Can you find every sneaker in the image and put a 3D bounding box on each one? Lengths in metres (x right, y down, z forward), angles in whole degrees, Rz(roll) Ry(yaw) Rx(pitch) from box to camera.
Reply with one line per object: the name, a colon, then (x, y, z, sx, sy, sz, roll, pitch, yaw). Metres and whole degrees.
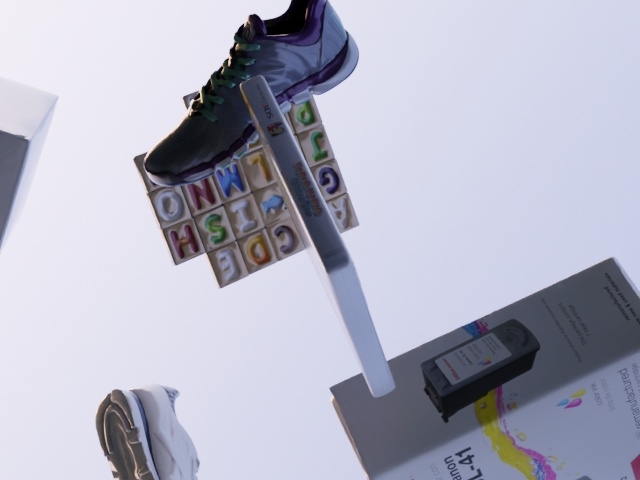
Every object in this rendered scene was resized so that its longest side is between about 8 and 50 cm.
sneaker: (-0.168, 0.269, 1.719, 0.090, 0.095, 0.235, -21, -103, 40)
sneaker: (-0.075, -0.143, 1.383, 0.224, 0.098, 0.083, -38, -140, -14)

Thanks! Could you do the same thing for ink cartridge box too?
ink cartridge box: (0.193, 0.184, 1.524, 0.306, 0.226, 0.131, -26, -137, -1)

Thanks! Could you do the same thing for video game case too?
video game case: (0.000, 0.000, 1.342, 0.026, 0.227, 0.206, -24, -123, -2)

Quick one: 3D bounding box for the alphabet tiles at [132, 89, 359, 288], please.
alphabet tiles: (-0.079, -0.069, 1.650, 0.237, 0.198, 0.009, -25, -172, -36)

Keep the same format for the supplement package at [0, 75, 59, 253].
supplement package: (-0.395, -0.091, 1.633, 0.203, 0.194, 0.149, -92, -159, -72)
